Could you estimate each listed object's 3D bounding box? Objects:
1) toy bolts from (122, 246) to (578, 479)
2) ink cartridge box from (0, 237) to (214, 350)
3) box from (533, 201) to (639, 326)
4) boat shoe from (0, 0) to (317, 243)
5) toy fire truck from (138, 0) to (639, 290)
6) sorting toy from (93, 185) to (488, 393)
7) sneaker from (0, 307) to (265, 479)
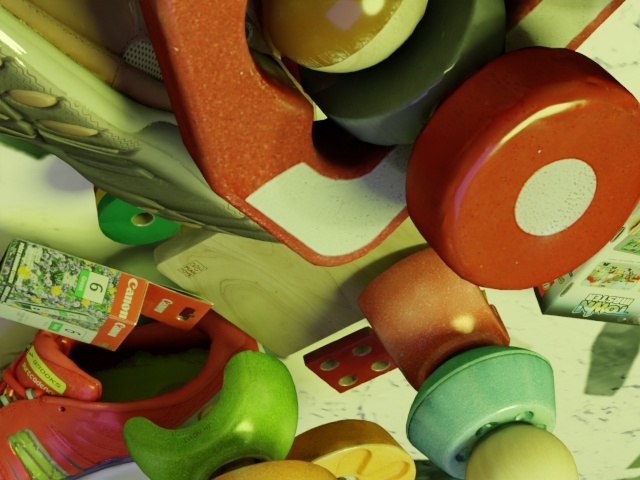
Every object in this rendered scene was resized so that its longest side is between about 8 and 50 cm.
[{"bbox_3d":[0.042,0.141,1.032,0.228,0.158,0.218,-34,142,10],"label":"toy bolts"},{"bbox_3d":[-0.122,0.036,1.015,0.115,0.029,0.063,19,158,-11],"label":"ink cartridge box"},{"bbox_3d":[0.244,0.011,1.138,0.207,0.036,0.114,8,140,-28],"label":"box"},{"bbox_3d":[-0.096,-0.095,0.798,0.123,0.116,0.324,14,171,28],"label":"boat shoe"},{"bbox_3d":[0.053,-0.138,0.705,0.302,0.169,0.254,-43,134,8],"label":"toy fire truck"},{"bbox_3d":[0.000,0.000,1.032,0.132,0.046,0.274,-27,142,19],"label":"sorting toy"},{"bbox_3d":[-0.168,0.097,1.085,0.279,0.107,0.118,-18,139,-11],"label":"sneaker"}]
